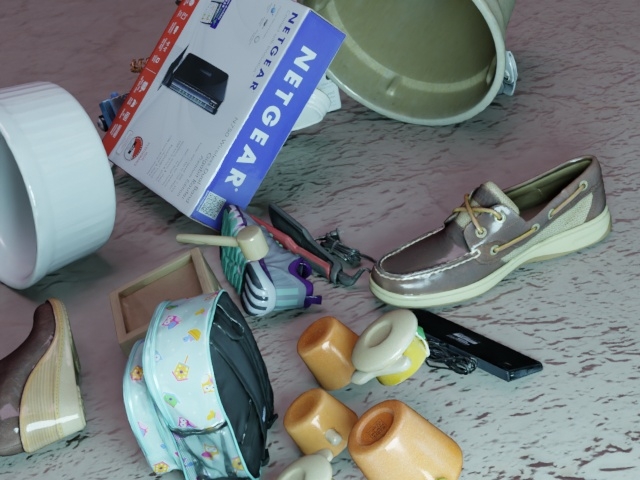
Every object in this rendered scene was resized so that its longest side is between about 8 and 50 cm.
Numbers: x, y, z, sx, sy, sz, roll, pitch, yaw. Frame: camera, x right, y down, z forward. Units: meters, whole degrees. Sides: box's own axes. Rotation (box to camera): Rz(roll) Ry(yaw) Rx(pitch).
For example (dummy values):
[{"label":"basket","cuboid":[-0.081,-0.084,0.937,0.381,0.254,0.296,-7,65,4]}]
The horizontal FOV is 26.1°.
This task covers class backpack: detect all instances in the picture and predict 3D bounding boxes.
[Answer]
[{"label":"backpack","cuboid":[-0.132,0.153,1.488,0.144,0.188,0.166,-3,32,11]}]

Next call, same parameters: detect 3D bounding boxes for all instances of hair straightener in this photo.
[{"label":"hair straightener","cuboid":[0.000,0.000,1.841,0.089,0.047,0.230,-30,36,-30]}]

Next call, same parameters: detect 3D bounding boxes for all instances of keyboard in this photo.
[{"label":"keyboard","cuboid":[0.157,0.131,1.607,0.100,0.038,0.192,-5,20,-42]}]

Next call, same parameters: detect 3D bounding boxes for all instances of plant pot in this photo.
[{"label":"plant pot","cuboid":[0.179,-0.400,2.115,0.333,0.334,0.305,9,49,29]}]

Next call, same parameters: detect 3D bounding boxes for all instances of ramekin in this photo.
[{"label":"ramekin","cuboid":[-0.397,-0.084,1.887,0.135,0.277,0.277,-23,32,-34]}]

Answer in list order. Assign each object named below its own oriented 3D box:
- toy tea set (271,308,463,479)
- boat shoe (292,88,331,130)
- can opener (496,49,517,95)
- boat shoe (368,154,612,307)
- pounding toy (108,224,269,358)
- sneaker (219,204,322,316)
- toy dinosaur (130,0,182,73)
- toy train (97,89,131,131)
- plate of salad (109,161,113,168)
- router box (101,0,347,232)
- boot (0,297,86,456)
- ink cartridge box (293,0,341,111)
[{"label":"toy tea set","cuboid":[0.058,0.195,1.477,0.200,0.124,0.336,-31,27,24]},{"label":"boat shoe","cuboid":[-0.113,-0.174,2.126,0.277,0.098,0.096,-7,58,27]},{"label":"can opener","cuboid":[0.215,-0.298,2.247,0.095,0.076,0.283,-23,32,-25]},{"label":"boat shoe","cuboid":[0.213,-0.022,1.742,0.342,0.123,0.123,-18,32,-14]},{"label":"pounding toy","cuboid":[-0.146,0.067,1.696,0.206,0.094,0.181,-28,29,0]},{"label":"sneaker","cuboid":[-0.069,0.029,1.808,0.098,0.083,0.224,2,32,-19]},{"label":"toy dinosaur","cuboid":[-0.159,-0.344,2.374,0.321,0.164,0.218,2,43,-23]},{"label":"toy train","cuboid":[-0.271,-0.220,2.230,0.184,0.080,0.105,-22,7,-14]},{"label":"plate of salad","cuboid":[-0.420,-0.121,2.163,0.199,0.048,0.200,-7,31,4]},{"label":"router box","cuboid":[-0.151,-0.214,2.010,0.301,0.082,0.335,32,93,49]},{"label":"boot","cuboid":[-0.391,0.164,1.637,0.206,0.090,0.248,-12,34,-7]},{"label":"ink cartridge box","cuboid":[-0.056,-0.289,2.197,0.139,0.191,0.082,-19,32,-14]}]
